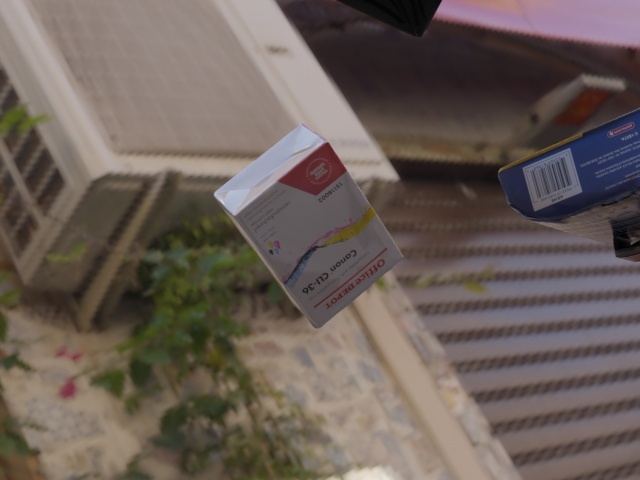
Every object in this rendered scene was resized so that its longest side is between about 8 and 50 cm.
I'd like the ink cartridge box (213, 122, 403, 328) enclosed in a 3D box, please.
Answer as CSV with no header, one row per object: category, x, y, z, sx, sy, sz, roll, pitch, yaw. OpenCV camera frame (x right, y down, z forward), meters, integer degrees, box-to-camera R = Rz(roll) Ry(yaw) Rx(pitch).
ink cartridge box,0.000,0.000,1.388,0.115,0.067,0.198,-39,-58,-6

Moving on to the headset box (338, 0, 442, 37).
headset box,-0.018,-0.262,0.898,0.218,0.293,0.110,23,-66,-13

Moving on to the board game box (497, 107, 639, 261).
board game box,0.236,-0.036,0.836,0.194,0.060,0.194,-24,-21,30
